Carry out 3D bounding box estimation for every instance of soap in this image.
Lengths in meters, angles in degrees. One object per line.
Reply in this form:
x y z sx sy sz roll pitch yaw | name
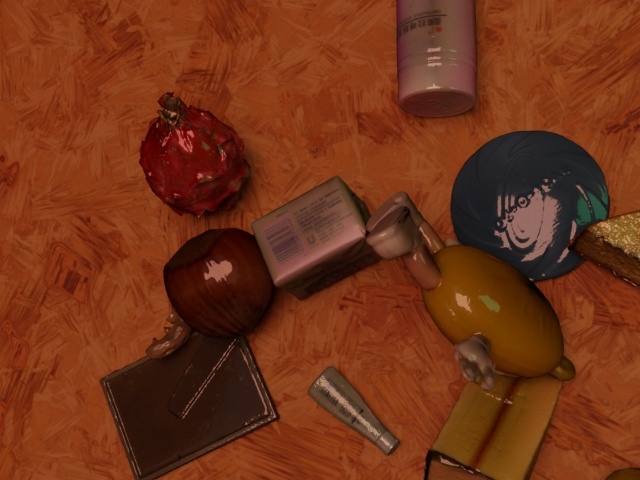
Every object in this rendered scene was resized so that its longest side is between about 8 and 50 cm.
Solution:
0.000 0.000 1.777 0.199 0.182 0.138 -29 70 8 | soap

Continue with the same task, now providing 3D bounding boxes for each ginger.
-0.277 0.156 1.874 0.069 0.051 0.173 19 63 12 | ginger

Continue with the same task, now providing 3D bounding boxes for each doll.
0.237 0.087 1.602 0.161 0.348 0.423 -44 72 28 | doll

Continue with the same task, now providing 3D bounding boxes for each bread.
0.566 0.014 1.640 0.260 0.129 0.134 28 73 13 | bread
0.306 0.353 1.687 0.167 0.163 0.264 22 50 21 | bread

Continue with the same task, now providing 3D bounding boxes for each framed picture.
-0.260 0.305 1.867 0.315 0.024 0.232 -27 72 10 | framed picture

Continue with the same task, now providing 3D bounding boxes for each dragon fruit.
-0.249 -0.161 1.848 0.205 0.268 0.210 6 49 20 | dragon fruit

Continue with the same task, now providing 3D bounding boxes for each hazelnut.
-0.182 0.075 1.820 0.210 0.210 0.186 -24 31 10 | hazelnut

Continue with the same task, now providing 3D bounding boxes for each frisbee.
0.377 -0.068 1.754 0.289 0.049 0.289 -4 77 15 | frisbee

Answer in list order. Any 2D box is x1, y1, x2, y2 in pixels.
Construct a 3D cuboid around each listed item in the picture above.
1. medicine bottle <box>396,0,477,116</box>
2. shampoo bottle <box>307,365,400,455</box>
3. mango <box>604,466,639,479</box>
0.218 -0.374 1.814 0.152 0.152 0.254 -3 76 15 | medicine bottle
0.065 0.316 1.762 0.190 0.041 0.069 40 85 20 | shampoo bottle
0.569 0.458 1.531 0.262 0.167 0.130 26 100 16 | mango
